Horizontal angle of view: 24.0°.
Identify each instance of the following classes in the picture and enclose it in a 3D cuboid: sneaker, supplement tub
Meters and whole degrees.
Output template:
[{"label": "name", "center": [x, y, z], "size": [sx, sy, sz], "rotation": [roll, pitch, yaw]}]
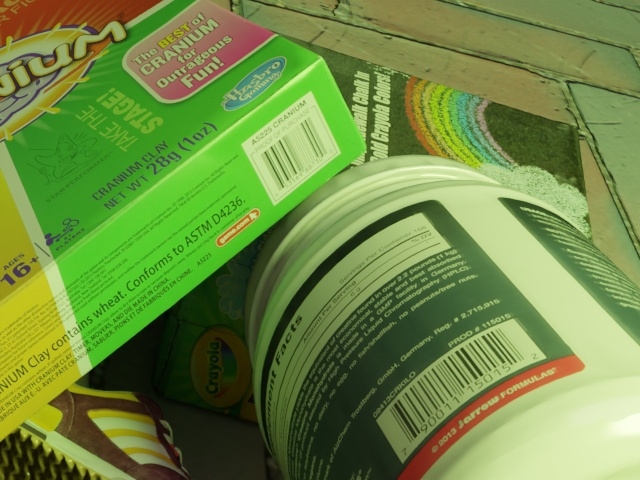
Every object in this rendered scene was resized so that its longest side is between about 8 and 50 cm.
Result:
[{"label": "sneaker", "center": [-0.091, 0.124, 0.792], "size": [0.185, 0.070, 0.084], "rotation": [31, 38, 14]}, {"label": "supplement tub", "center": [0.078, 0.088, 0.693], "size": [0.191, 0.191, 0.272], "rotation": [7, 23, -21]}]

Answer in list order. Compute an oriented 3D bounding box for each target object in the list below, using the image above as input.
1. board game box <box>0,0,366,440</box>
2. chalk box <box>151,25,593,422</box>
[{"label": "board game box", "center": [-0.161, -0.052, 0.829], "size": [0.242, 0.064, 0.316], "rotation": [-39, 39, -15]}, {"label": "chalk box", "center": [0.000, 0.000, 0.933], "size": [0.289, 0.179, 0.180], "rotation": [16, 33, -6]}]
